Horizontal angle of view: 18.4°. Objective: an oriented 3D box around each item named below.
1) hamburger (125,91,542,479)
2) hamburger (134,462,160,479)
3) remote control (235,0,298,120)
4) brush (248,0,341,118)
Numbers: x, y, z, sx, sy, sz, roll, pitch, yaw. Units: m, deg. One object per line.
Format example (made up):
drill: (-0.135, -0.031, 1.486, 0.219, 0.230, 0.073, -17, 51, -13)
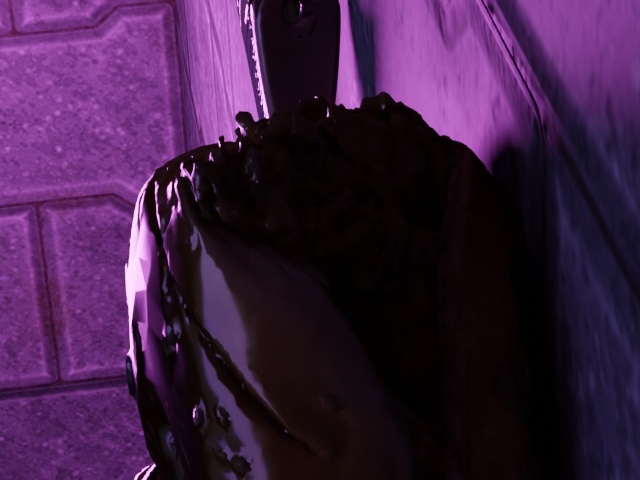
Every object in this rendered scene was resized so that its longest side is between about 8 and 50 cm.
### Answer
hamburger: (0.008, 0.073, 0.744, 0.286, 0.146, 0.243, 92, 163, -46)
hamburger: (-0.017, 0.243, 1.083, 0.283, 0.145, 0.259, 85, 173, -62)
remote control: (-0.028, -0.115, 1.316, 0.098, 0.038, 0.233, 94, 167, -63)
brush: (0.002, 0.000, 1.102, 0.067, 0.072, 0.313, 24, 121, 55)
